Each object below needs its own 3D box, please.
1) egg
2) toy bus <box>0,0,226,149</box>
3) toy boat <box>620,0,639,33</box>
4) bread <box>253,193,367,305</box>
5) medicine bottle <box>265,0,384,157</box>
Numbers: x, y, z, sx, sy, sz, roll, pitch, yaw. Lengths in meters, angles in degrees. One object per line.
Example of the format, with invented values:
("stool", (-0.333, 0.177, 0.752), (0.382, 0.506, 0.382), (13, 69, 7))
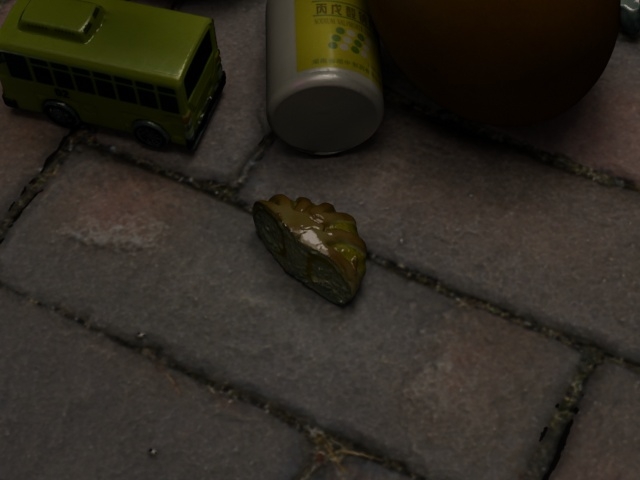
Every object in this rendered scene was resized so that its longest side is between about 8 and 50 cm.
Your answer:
("egg", (0.195, -0.301, 1.525), (0.282, 0.282, 0.351), (-33, 88, -17))
("toy bus", (-0.261, -0.218, 1.588), (0.262, 0.150, 0.128), (13, 57, 12))
("toy boat", (0.328, -0.334, 1.690), (0.134, 0.079, 0.208), (-26, 70, -5))
("bread", (0.000, 0.000, 1.482), (0.094, 0.083, 0.157), (-20, 56, -24))
("medicine bottle", (0.002, -0.246, 1.598), (0.143, 0.143, 0.258), (-3, 56, 1))
